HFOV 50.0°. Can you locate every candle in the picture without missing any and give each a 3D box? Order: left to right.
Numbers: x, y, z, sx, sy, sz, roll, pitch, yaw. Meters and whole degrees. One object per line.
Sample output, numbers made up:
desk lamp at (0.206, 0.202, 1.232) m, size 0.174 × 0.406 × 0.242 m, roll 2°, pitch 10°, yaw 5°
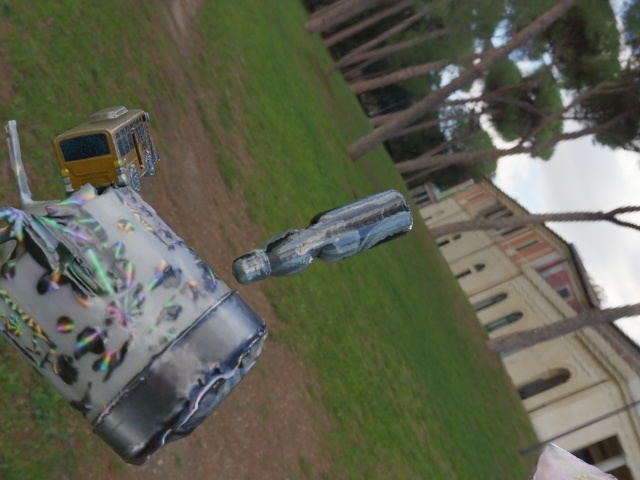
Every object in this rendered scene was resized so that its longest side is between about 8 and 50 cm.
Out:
candle at (-0.209, 0.042, 0.646) m, size 0.330 × 0.187 × 0.187 m, roll 46°, pitch 6°, yaw 0°

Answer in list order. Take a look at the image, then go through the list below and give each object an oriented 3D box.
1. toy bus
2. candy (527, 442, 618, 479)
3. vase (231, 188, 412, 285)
toy bus at (-0.288, -0.123, 0.939) m, size 0.182 × 0.091 × 0.103 m, roll -90°, pitch 170°, yaw -71°
candy at (0.385, 0.372, 0.878) m, size 0.265 × 0.115 × 0.155 m, roll 31°, pitch -3°, yaw 21°
vase at (0.000, 0.000, 0.767) m, size 0.060 × 0.211 × 0.060 m, roll 54°, pitch -25°, yaw 38°
